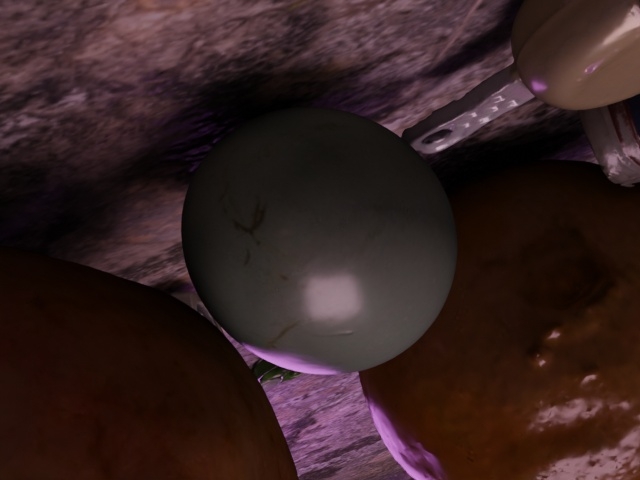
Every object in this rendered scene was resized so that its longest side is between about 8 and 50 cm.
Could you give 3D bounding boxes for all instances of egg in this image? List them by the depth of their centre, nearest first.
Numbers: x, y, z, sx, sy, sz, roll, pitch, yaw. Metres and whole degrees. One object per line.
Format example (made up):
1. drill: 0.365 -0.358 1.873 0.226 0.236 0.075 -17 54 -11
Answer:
1. egg: 0.000 0.000 0.968 0.168 0.168 0.231 -26 160 11

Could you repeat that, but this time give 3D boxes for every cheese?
1. cheese: 0.176 -0.123 0.989 0.163 0.071 0.249 -8 158 -41

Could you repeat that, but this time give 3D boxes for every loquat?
1. loquat: 0.189 0.090 1.277 0.328 0.328 0.328 -21 165 -6

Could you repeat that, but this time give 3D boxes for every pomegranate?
1. pomegranate: -0.212 0.203 0.919 0.411 0.411 0.411 -21 165 -6

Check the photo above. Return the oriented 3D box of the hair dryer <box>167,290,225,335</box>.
1. hair dryer: -0.143 0.125 1.377 0.173 0.107 0.357 -24 174 6

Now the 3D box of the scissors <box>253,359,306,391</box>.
1. scissors: -0.082 0.168 1.686 0.204 0.027 0.101 -33 159 24

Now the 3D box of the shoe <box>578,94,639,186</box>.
1. shoe: 0.301 -0.099 1.194 0.125 0.099 0.227 -31 159 36
